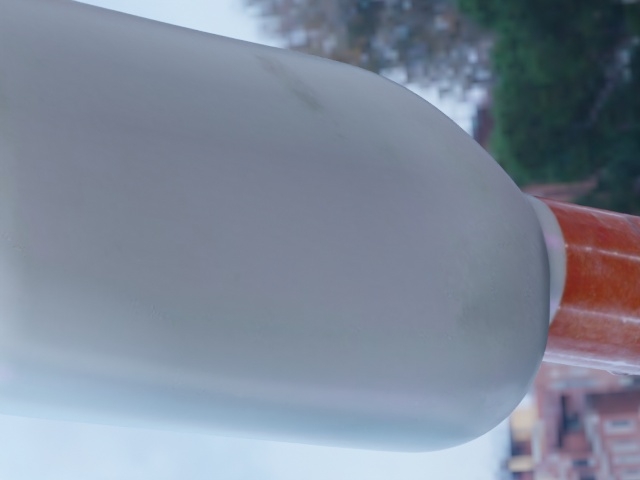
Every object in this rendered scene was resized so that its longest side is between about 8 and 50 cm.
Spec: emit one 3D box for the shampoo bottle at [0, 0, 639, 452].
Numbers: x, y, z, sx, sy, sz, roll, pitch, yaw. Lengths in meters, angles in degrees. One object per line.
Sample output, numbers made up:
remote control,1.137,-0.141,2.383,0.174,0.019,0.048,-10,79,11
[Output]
shampoo bottle,0.000,0.000,0.445,0.221,0.051,0.108,9,-135,-35
